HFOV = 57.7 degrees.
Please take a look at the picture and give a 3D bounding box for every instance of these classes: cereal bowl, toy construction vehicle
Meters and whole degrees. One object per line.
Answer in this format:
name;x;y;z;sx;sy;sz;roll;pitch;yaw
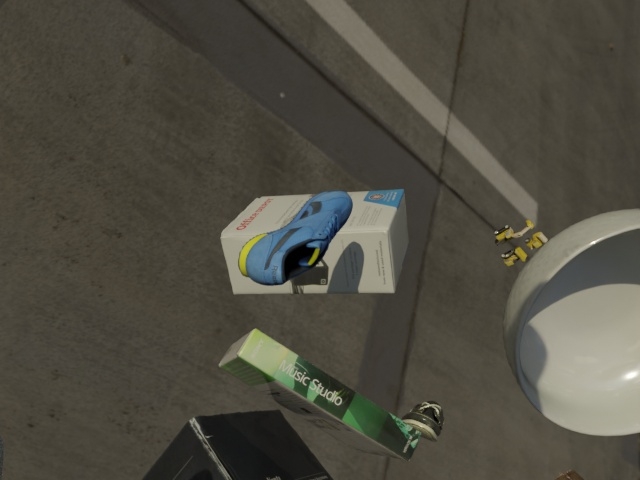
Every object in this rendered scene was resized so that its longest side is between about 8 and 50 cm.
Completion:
cereal bowl;0.419;0.103;0.831;0.339;0.339;0.141;58;11;-23
toy construction vehicle;0.395;0.008;1.161;0.086;0.098;0.035;44;35;-22

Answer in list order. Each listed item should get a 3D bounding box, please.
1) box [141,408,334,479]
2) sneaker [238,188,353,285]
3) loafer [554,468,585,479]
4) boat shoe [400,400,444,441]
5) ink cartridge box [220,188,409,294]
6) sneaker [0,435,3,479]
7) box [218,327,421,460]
box;-0.151;0.640;1.009;0.480;0.472;0.297;-51;151;10
sneaker;-0.008;-0.002;0.756;0.209;0.082;0.069;-36;128;-40
loafer;0.361;0.534;1.085;0.134;0.366;0.130;29;35;-45
boat shoe;0.210;0.359;1.176;0.079;0.084;0.233;-66;161;-12
ink cartridge box;0.000;0.000;1.107;0.223;0.307;0.129;-58;143;-62
sneaker;-0.333;0.229;0.467;0.126;0.091;0.240;8;117;-18
box;-0.014;0.269;1.001;0.322;0.232;0.058;32;67;-7
